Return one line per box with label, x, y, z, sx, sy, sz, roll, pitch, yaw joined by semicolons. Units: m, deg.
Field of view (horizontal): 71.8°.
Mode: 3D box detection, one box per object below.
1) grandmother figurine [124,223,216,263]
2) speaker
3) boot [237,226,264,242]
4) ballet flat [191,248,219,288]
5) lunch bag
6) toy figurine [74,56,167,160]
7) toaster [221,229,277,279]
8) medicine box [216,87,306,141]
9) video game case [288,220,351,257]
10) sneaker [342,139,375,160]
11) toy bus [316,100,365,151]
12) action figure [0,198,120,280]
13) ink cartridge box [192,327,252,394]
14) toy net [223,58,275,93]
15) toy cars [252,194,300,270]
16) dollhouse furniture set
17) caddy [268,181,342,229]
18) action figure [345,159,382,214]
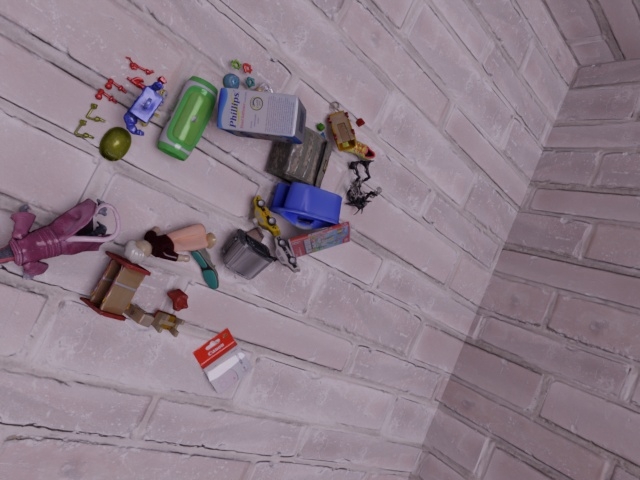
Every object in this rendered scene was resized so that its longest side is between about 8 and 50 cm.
grandmother figurine;-0.572;0.009;1.653;0.342;0.208;0.104;-19;130;-52
speaker;-0.494;-0.453;1.651;0.131;0.131;0.296;28;84;-37
boot;-0.302;-0.030;1.946;0.087;0.042;0.118;-48;125;-26
ballet flat;-0.465;0.105;1.838;0.068;0.072;0.213;-59;136;-49
lunch bag;-0.066;-0.357;1.966;0.287;0.169;0.235;20;84;-45
toy figurine;-0.639;-0.447;1.488;0.191;0.217;0.362;40;76;-35
toaster;-0.311;0.069;1.883;0.146;0.129;0.227;-43;131;12
medicine box;-0.215;-0.470;1.694;0.290;0.263;0.149;7;97;4
video game case;0.000;0.000;2.026;0.285;0.204;0.025;-17;68;-4
sneaker;0.189;-0.455;2.174;0.209;0.094;0.081;16;92;-36
toy bus;0.098;-0.519;2.079;0.202;0.191;0.104;-59;164;-14
action figure;-0.857;0.016;1.413;0.370;0.276;0.247;-30;124;-43
ink cartridge box;-0.431;0.538;1.966;0.189;0.066;0.232;-34;123;-26
toy net;-0.281;-0.645;1.818;0.232;0.045;0.122;13;90;-39
toy cars;-0.208;-0.010;1.943;0.087;0.176;0.393;-30;118;-8
dollhouse furniture set;-0.673;0.211;1.682;0.374;0.152;0.201;39;75;-53
caddy;-0.063;-0.138;1.970;0.342;0.241;0.179;14;85;-38
action figure;0.207;-0.258;2.203;0.164;0.141;0.275;-9;105;-24
